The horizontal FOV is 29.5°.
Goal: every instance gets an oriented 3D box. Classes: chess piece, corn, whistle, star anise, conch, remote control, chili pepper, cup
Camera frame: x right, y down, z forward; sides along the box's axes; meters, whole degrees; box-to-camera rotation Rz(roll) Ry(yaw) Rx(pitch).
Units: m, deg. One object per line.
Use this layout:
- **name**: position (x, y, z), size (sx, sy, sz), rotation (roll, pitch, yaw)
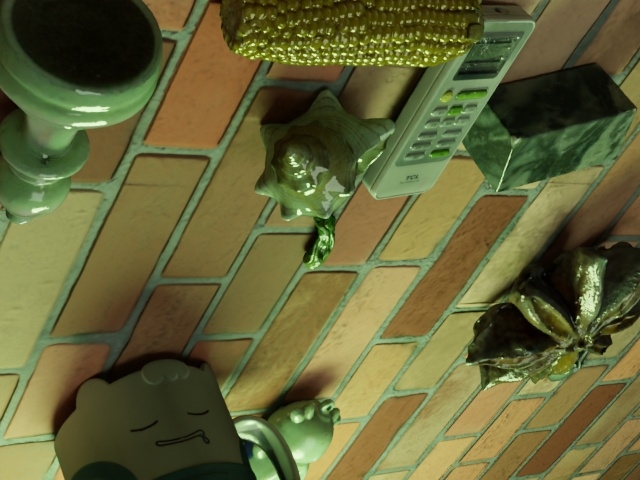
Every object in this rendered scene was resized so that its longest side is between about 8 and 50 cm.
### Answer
- **chess piece**: position (-0.234, -0.094, 1.046), size (0.139, 0.139, 0.272), rotation (-7, 150, -31)
- **corn**: position (0.033, -0.204, 1.120), size (0.260, 0.091, 0.091), rotation (-4, 141, -29)
- **whistle**: position (-0.062, 0.300, 1.698), size (0.110, 0.092, 0.244), rotation (15, 124, -49)
- **star anise**: position (0.344, 0.102, 1.732), size (0.331, 0.118, 0.332), rotation (-21, 154, -11)
- **conch**: position (0.004, -0.095, 1.238), size (0.137, 0.114, 0.234), rotation (-38, -178, 29)
- **remote control**: position (0.135, -0.146, 1.312), size (0.103, 0.034, 0.250), rotation (-9, 141, -43)
- **chili pepper**: position (0.002, 0.000, 1.414), size (0.034, 0.030, 0.091), rotation (7, 134, -8)
- **cup**: position (-0.160, 0.302, 1.486), size (0.289, 0.258, 0.219), rotation (-4, 144, -34)

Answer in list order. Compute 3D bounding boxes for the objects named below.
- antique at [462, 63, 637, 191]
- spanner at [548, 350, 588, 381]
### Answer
- **antique**: position (0.267, -0.132, 1.392), size (0.183, 0.086, 0.088), rotation (-15, 144, -22)
- **spanner**: position (0.474, 0.107, 1.888), size (0.325, 0.026, 0.093), rotation (-44, -178, 11)
